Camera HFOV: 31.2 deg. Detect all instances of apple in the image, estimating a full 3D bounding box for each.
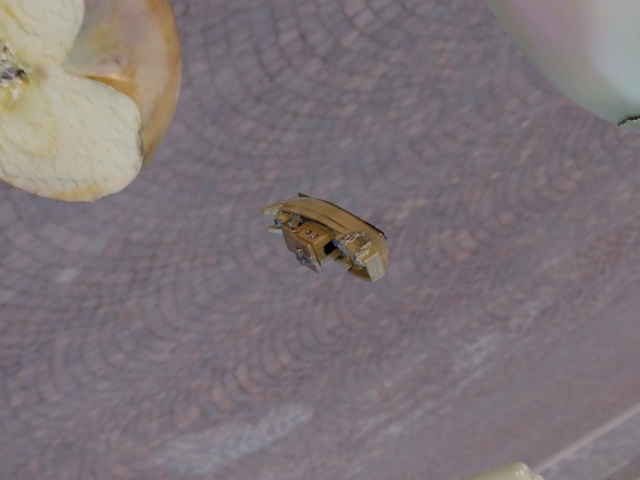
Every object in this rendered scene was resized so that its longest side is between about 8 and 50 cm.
[{"bbox_3d":[-0.253,-0.197,1.104,0.251,0.293,0.163,-2,-147,31],"label":"apple"}]

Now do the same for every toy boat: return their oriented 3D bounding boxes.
[{"bbox_3d":[0.000,0.000,1.290,0.072,0.206,0.064,-34,123,-24],"label":"toy boat"}]

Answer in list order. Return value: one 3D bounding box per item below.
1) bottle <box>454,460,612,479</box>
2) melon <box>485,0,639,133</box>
[{"bbox_3d":[0.099,0.226,0.826,0.245,0.104,0.104,-20,157,6],"label":"bottle"},{"bbox_3d":[0.163,-0.209,0.542,0.223,0.317,0.223,-11,180,0],"label":"melon"}]
